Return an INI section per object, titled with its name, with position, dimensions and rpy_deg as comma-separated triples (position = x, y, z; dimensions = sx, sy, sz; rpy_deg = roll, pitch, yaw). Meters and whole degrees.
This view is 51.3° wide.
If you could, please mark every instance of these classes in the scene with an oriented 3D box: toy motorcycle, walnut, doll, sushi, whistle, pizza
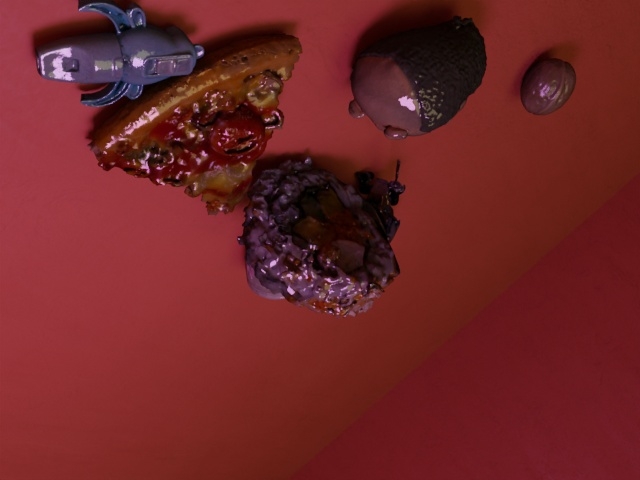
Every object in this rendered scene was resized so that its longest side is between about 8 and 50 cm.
[toy motorcycle]
position = 0.150, -0.081, 1.803
dimensions = 0.207, 0.134, 0.401
rpy_deg = -55, 157, -32
[walnut]
position = 0.631, -0.428, 1.854
dimensions = 0.140, 0.140, 0.162
rpy_deg = -15, 153, -33
[doll]
position = 0.227, -0.353, 1.456
dimensions = 0.349, 0.247, 0.247
rpy_deg = -40, 154, -31
[sushi]
position = -0.004, -0.001, 1.527
dimensions = 0.417, 0.418, 0.176
rpy_deg = -3, 146, -44
[whistle]
position = -0.318, -0.300, 1.086
dimensions = 0.273, 0.093, 0.186
rpy_deg = -13, 139, -30
[pizza]
position = -0.198, -0.183, 1.327
dimensions = 0.439, 0.130, 0.406
rpy_deg = -31, 146, -11

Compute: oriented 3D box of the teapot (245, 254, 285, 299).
[teapot]
position = -0.087, 0.030, 1.693
dimensions = 0.221, 0.163, 0.178
rpy_deg = -24, 140, -21
